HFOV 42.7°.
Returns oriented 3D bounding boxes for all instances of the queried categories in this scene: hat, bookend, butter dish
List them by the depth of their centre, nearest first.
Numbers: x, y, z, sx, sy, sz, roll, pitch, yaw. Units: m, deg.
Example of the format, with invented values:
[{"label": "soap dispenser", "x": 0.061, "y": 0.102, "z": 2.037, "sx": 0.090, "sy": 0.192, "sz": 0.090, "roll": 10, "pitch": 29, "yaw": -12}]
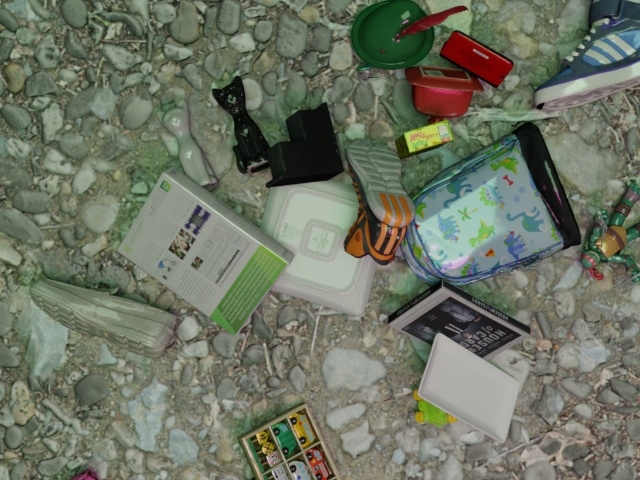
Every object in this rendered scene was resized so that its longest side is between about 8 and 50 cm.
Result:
[{"label": "hat", "x": 0.166, "y": -0.470, "z": 1.684, "sx": 0.209, "sy": 0.183, "sz": 0.172, "roll": -16, "pitch": 75, "yaw": -3}, {"label": "bookend", "x": -0.049, "y": -0.200, "z": 1.719, "sx": 0.157, "sy": 0.072, "sz": 0.156, "roll": -11, "pitch": 83, "yaw": -32}, {"label": "butter dish", "x": 0.254, "y": -0.301, "z": 1.742, "sx": 0.160, "sy": 0.160, "sz": 0.118, "roll": 7, "pitch": 115, "yaw": -1}]

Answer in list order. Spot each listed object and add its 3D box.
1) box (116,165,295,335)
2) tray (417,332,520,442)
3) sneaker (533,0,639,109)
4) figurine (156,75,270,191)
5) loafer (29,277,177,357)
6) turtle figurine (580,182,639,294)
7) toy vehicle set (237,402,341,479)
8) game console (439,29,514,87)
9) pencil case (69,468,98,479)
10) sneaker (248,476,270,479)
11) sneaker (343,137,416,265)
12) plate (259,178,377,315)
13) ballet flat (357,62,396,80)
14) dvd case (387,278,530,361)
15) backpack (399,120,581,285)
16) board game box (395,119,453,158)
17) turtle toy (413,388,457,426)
[{"label": "box", "x": -0.245, "y": 0.026, "z": 1.731, "sx": 0.322, "sy": 0.058, "sz": 0.232, "roll": 37, "pitch": 118, "yaw": 0}, {"label": "tray", "x": 0.313, "y": 0.315, "z": 1.740, "sx": 0.270, "sy": 0.030, "sz": 0.145, "roll": 32, "pitch": 68, "yaw": -27}, {"label": "sneaker", "x": 0.582, "y": -0.431, "z": 1.748, "sx": 0.323, "sy": 0.130, "sz": 0.236, "roll": -18, "pitch": 82, "yaw": 5}, {"label": "figurine", "x": -0.231, "y": -0.226, "z": 1.763, "sx": 0.215, "sy": 0.092, "sz": 0.209, "roll": -21, "pitch": 84, "yaw": 1}, {"label": "loafer", "x": -0.466, "y": 0.149, "z": 1.763, "sx": 0.320, "sy": 0.112, "sz": 0.111, "roll": 23, "pitch": 56, "yaw": 0}, {"label": "turtle figurine", "x": 0.631, "y": -0.004, "z": 1.754, "sx": 0.234, "sy": 0.118, "sz": 0.175, "roll": -44, "pitch": 106, "yaw": -14}, {"label": "toy vehicle set", "x": -0.051, "y": 0.506, "z": 1.765, "sx": 0.166, "sy": 0.035, "sz": 0.266, "roll": -25, "pitch": 92, "yaw": -26}, {"label": "game console", "x": 0.333, "y": -0.395, "z": 1.724, "sx": 0.144, "sy": 0.124, "sz": 0.085, "roll": 29, "pitch": 62, "yaw": -1}, {"label": "pencil case", "x": -0.485, "y": 0.605, "z": 1.768, "sx": 0.095, "sy": 0.098, "sz": 0.209, "roll": -35, "pitch": 92, "yaw": 0}, {"label": "sneaker", "x": -0.165, "y": 0.564, "z": 1.785, "sx": 0.071, "sy": 0.066, "sz": 0.188, "roll": 30, "pitch": 90, "yaw": 0}, {"label": "sneaker", "x": 0.096, "y": -0.073, "z": 1.698, "sx": 0.125, "sy": 0.321, "sz": 0.180, "roll": 11, "pitch": 126, "yaw": -13}, {"label": "plate", "x": 0.000, "y": 0.000, "z": 1.784, "sx": 0.278, "sy": 0.045, "sz": 0.277, "roll": 17, "pitch": 92, "yaw": -1}, {"label": "ballet flat", "x": 0.138, "y": -0.376, "z": 1.782, "sx": 0.114, "sy": 0.041, "sz": 0.041, "roll": -20, "pitch": 92, "yaw": 0}, {"label": "dvd case", "x": 0.288, "y": 0.178, "z": 1.708, "sx": 0.239, "sy": 0.029, "sz": 0.179, "roll": 29, "pitch": 136, "yaw": -20}, {"label": "backpack", "x": 0.330, "y": -0.046, "z": 1.703, "sx": 0.356, "sy": 0.273, "sz": 0.290, "roll": -21, "pitch": 97, "yaw": 18}, {"label": "board game box", "x": 0.213, "y": -0.209, "z": 1.711, "sx": 0.092, "sy": 0.181, "sz": 0.043, "roll": -16, "pitch": 91, "yaw": 0}, {"label": "turtle toy", "x": 0.254, "y": 0.341, "z": 1.782, "sx": 0.095, "sy": 0.066, "sz": 0.130, "roll": -4, "pitch": 89, "yaw": 23}]
